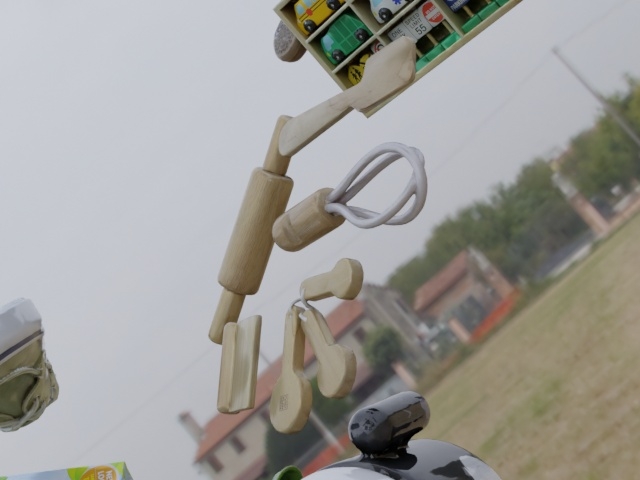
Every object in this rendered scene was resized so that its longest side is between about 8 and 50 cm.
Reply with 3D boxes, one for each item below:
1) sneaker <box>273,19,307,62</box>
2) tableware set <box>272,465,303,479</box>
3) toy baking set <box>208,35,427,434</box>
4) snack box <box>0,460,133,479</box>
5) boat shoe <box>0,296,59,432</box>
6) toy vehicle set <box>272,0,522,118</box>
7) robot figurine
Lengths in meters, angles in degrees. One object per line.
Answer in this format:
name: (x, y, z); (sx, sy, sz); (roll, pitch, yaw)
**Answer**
sneaker: (-0.005, -0.272, 1.354); (0.066, 0.071, 0.188); (-40, 28, 40)
tableware set: (-0.055, 0.265, 0.940); (0.024, 0.104, 0.154); (3, 28, 40)
toy baking set: (-0.003, -0.001, 0.682); (0.196, 0.030, 0.256); (27, 102, 59)
snack box: (-0.257, 0.305, 0.985); (0.174, 0.207, 0.070); (-8, -47, 8)
boat shoe: (-0.264, 0.112, 0.941); (0.109, 0.094, 0.302); (-31, 1, -6)
toy vehicle set: (0.082, -0.257, 1.177); (0.267, 0.166, 0.035); (-34, 11, 48)
robot figurine: (0.058, 0.251, 0.894); (0.173, 0.209, 0.278); (-41, -18, 21)
